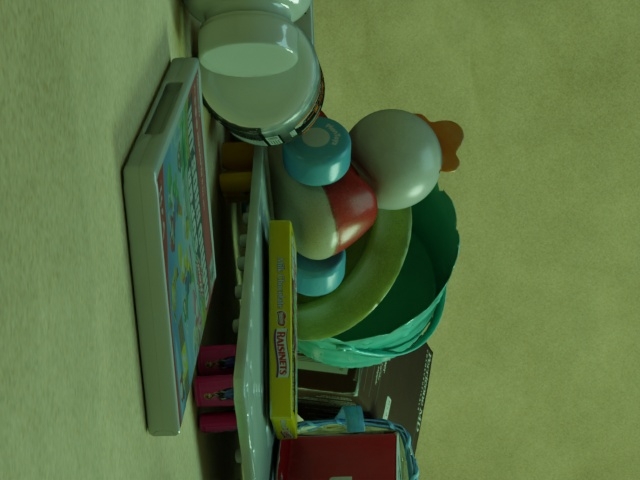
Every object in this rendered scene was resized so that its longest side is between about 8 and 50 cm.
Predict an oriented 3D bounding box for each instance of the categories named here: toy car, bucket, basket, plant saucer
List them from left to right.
[{"bbox_3d":[0.000,0.000,1.869,0.037,0.241,0.241,32,48,-45],"label":"plant saucer"},{"bbox_3d":[0.039,0.361,2.143,0.289,0.201,0.254,131,-43,-76],"label":"basket"},{"bbox_3d":[0.044,0.028,2.052,0.183,0.281,0.281,91,-2,-69],"label":"bucket"},{"bbox_3d":[0.042,-0.096,1.762,0.210,0.238,0.219,54,-24,37],"label":"toy car"}]

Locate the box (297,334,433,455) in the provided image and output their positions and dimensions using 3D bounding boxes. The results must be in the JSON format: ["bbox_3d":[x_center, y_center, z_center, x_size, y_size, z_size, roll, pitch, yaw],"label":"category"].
[{"bbox_3d":[0.053,0.187,2.309,0.381,0.143,0.191,56,42,-65],"label":"box"}]

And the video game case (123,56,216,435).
[{"bbox_3d":[-0.111,-0.006,1.208,0.285,0.025,0.204,-84,172,-68],"label":"video game case"}]

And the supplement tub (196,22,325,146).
[{"bbox_3d":[-0.055,-0.153,1.528,0.190,0.117,0.117,17,71,-87],"label":"supplement tub"}]

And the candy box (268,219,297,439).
[{"bbox_3d":[-0.038,0.092,1.603,0.105,0.027,0.205,90,-1,-72],"label":"candy box"}]

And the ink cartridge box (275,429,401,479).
[{"bbox_3d":[0.023,0.344,1.643,0.309,0.130,0.271,-86,173,-59],"label":"ink cartridge box"}]

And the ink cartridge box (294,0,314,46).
[{"bbox_3d":[-0.058,-0.280,1.772,0.046,0.097,0.207,-77,166,-79],"label":"ink cartridge box"}]

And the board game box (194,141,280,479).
[{"bbox_3d":[-0.074,0.156,1.616,0.390,0.050,0.390,-88,176,-51],"label":"board game box"}]

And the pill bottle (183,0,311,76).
[{"bbox_3d":[-0.065,-0.256,1.387,0.117,0.118,0.208,78,11,-76],"label":"pill bottle"}]
